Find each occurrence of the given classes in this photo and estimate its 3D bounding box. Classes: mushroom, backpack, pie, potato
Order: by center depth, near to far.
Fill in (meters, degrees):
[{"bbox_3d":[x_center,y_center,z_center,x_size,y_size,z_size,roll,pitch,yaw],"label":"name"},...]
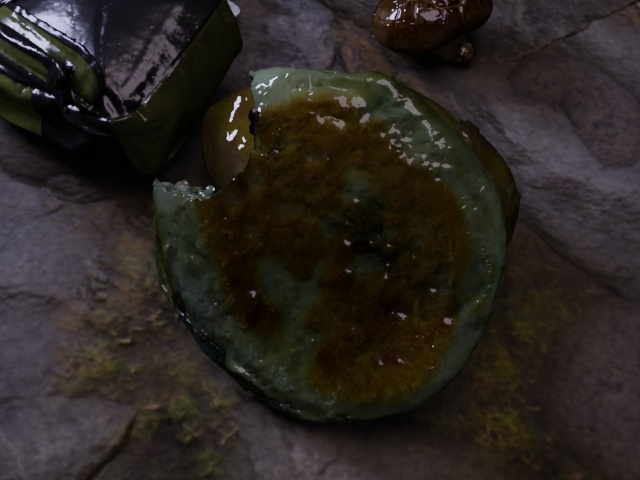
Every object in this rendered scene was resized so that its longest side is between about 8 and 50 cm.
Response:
[{"bbox_3d":[0.006,0.005,0.978,0.303,0.302,0.067,23,12,10],"label":"pie"},{"bbox_3d":[0.031,-0.061,1.077,0.298,0.141,0.176,20,58,7],"label":"potato"},{"bbox_3d":[-0.213,-0.179,1.130,0.253,0.140,0.207,19,61,22],"label":"backpack"},{"bbox_3d":[0.114,-0.231,1.243,0.109,0.085,0.126,41,54,21],"label":"mushroom"}]

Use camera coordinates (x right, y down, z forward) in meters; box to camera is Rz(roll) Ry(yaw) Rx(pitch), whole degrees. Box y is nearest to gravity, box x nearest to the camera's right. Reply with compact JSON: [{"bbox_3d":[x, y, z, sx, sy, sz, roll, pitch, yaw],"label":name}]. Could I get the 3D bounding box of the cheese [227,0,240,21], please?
[{"bbox_3d":[-0.178,-0.281,1.266,0.235,0.049,0.127,33,58,16],"label":"cheese"}]
